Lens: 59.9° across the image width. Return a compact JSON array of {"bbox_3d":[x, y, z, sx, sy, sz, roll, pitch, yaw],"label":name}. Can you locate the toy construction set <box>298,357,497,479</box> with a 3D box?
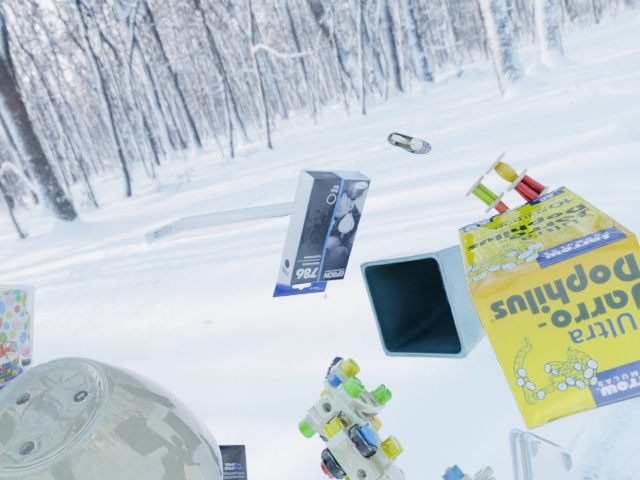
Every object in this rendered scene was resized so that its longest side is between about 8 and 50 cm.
[{"bbox_3d":[0.102,0.327,0.838,0.328,0.151,0.215,35,5,21],"label":"toy construction set"}]

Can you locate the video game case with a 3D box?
[{"bbox_3d":[-0.158,-0.027,0.877,0.190,0.022,0.173,-12,0,-35],"label":"video game case"}]

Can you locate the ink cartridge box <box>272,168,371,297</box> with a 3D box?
[{"bbox_3d":[0.000,0.000,1.293,0.165,0.332,0.065,-4,30,-36],"label":"ink cartridge box"}]

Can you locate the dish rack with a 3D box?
[{"bbox_3d":[0.702,0.761,1.701,0.072,0.285,0.333,-30,41,41],"label":"dish rack"}]

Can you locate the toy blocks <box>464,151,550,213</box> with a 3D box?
[{"bbox_3d":[0.360,-0.077,1.031,0.054,0.148,0.123,-44,-9,-38],"label":"toy blocks"}]

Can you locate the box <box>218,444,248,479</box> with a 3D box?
[{"bbox_3d":[-0.279,0.656,1.368,0.165,0.270,0.143,18,-37,-40],"label":"box"}]

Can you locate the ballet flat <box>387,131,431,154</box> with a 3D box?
[{"bbox_3d":[0.217,-0.240,1.370,0.114,0.041,0.041,18,25,15],"label":"ballet flat"}]

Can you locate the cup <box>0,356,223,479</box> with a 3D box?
[{"bbox_3d":[-0.325,0.296,0.758,0.331,0.237,0.331,-7,39,6],"label":"cup"}]

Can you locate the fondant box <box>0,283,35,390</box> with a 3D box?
[{"bbox_3d":[-0.579,0.233,0.876,0.096,0.330,0.238,-1,-5,14],"label":"fondant box"}]

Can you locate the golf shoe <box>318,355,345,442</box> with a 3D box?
[{"bbox_3d":[0.057,0.367,1.272,0.094,0.198,0.077,-5,-20,28],"label":"golf shoe"}]

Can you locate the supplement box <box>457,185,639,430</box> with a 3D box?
[{"bbox_3d":[0.328,0.069,0.797,0.194,0.195,0.356,-23,8,16],"label":"supplement box"}]

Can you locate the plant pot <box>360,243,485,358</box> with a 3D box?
[{"bbox_3d":[0.294,0.129,1.380,0.252,0.248,0.247,-19,5,-43],"label":"plant pot"}]
